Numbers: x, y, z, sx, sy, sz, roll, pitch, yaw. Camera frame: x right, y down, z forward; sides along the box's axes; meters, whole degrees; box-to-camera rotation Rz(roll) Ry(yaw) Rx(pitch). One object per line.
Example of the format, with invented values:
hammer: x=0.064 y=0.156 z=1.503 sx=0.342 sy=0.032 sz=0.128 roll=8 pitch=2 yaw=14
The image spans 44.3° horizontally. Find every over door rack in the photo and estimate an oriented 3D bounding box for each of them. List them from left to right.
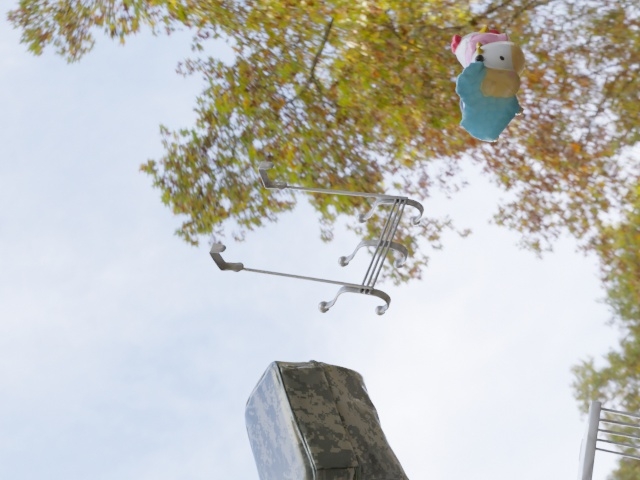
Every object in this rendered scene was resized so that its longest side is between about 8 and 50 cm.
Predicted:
over door rack: x=0.000 y=0.000 z=1.420 sx=0.324 sy=0.239 sz=0.108 roll=15 pitch=-38 yaw=13

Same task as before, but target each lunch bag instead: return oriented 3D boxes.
lunch bag: x=0.021 y=0.394 z=1.516 sx=0.256 sy=0.305 sz=0.212 roll=4 pitch=-48 yaw=-29

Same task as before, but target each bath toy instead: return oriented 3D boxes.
bath toy: x=0.293 y=-0.305 z=1.399 sx=0.129 sy=0.348 sz=0.151 roll=33 pitch=-63 yaw=-8

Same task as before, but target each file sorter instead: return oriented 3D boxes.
file sorter: x=0.578 y=0.453 z=1.490 sx=0.173 sy=0.192 sz=0.277 roll=8 pitch=-28 yaw=19
